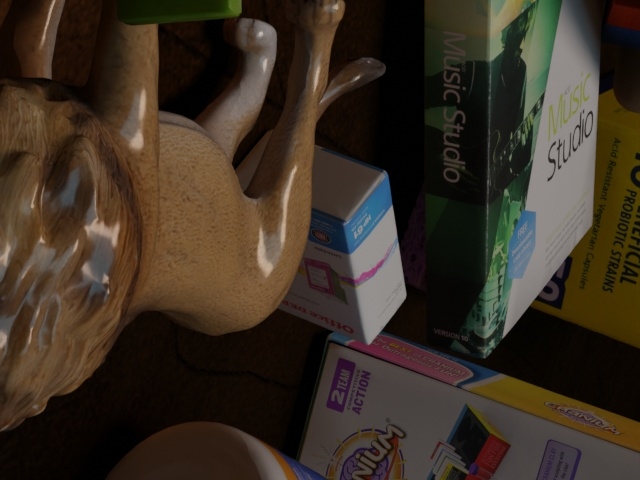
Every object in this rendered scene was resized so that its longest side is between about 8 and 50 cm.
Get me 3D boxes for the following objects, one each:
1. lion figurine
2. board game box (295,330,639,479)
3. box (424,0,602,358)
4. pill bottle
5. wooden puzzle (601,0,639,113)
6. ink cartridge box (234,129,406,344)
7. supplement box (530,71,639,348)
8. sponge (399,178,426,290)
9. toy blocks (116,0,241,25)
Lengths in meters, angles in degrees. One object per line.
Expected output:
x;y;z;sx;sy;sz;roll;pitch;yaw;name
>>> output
-0.083;-0.016;0.765;0.392;0.142;0.240;8;88;-55;lion figurine
0.127;0.223;1.146;0.064;0.317;0.242;-20;127;-68;board game box
0.148;-0.106;1.181;0.232;0.059;0.322;-44;138;-50;box
-0.017;0.226;1.012;0.272;0.152;0.152;38;75;-50;pill bottle
0.276;-0.291;1.192;0.348;0.081;0.322;97;6;-80;wooden puzzle
0.000;0.000;1.003;0.052;0.089;0.122;-53;150;-29;ink cartridge box
0.374;-0.001;1.401;0.195;0.357;0.194;-27;131;-53;supplement box
0.126;-0.002;1.298;0.210;0.031;0.117;25;85;-62;sponge
0.012;-0.271;0.706;0.261;0.191;0.381;4;85;-68;toy blocks
